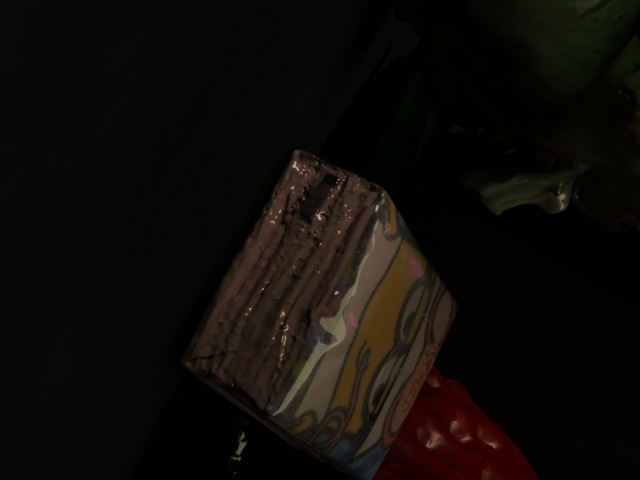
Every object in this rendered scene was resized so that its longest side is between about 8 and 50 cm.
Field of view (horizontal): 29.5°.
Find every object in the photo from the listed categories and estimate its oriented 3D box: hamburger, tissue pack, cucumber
[{"bbox_3d":[0.142,-0.143,0.546,0.288,0.167,0.192,-60,179,0],"label":"hamburger"},{"bbox_3d":[0.008,0.044,0.594,0.116,0.065,0.155,-61,152,-12],"label":"tissue pack"},{"bbox_3d":[0.000,0.000,0.685,0.284,0.056,0.056,-62,178,-25],"label":"cucumber"}]

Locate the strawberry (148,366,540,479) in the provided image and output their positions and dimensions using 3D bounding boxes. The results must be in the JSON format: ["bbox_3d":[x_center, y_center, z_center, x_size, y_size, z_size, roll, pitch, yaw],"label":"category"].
[{"bbox_3d":[0.045,0.232,0.790,0.295,0.345,0.317,-61,177,-13],"label":"strawberry"}]
